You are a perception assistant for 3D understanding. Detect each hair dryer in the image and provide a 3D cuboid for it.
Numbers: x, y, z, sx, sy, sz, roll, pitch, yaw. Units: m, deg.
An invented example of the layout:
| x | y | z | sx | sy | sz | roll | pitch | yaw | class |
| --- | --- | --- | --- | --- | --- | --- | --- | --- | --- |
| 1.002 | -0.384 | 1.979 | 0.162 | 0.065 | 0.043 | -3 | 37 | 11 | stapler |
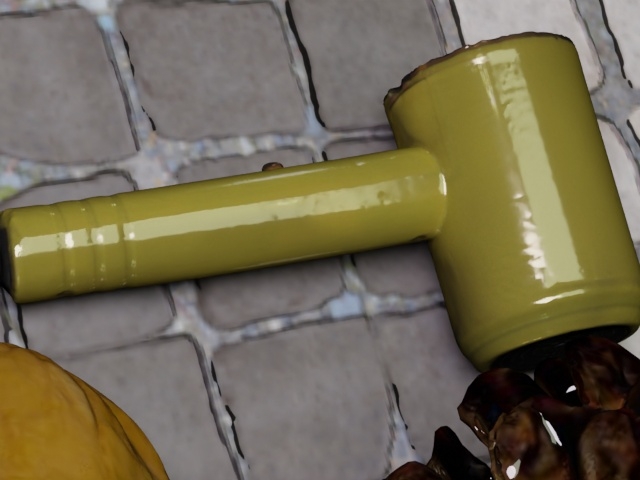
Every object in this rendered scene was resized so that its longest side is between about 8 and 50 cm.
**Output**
| x | y | z | sx | sy | sz | roll | pitch | yaw | class |
| --- | --- | --- | --- | --- | --- | --- | --- | --- | --- |
| 0.000 | 0.000 | 0.848 | 0.279 | 0.090 | 0.135 | -9 | 75 | -19 | hair dryer |

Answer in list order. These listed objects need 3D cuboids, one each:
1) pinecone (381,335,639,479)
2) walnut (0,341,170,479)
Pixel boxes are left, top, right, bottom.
| x | y | z | sx | sy | sz | roll | pitch | yaw | class |
| --- | --- | --- | --- | --- | --- | --- | --- | --- | --- |
| 0.135 | 0.175 | 0.733 | 0.296 | 0.242 | 0.298 | 8 | 67 | -10 | pinecone |
| -0.126 | 0.118 | 0.714 | 0.167 | 0.087 | 0.211 | -11 | 62 | -10 | walnut |
